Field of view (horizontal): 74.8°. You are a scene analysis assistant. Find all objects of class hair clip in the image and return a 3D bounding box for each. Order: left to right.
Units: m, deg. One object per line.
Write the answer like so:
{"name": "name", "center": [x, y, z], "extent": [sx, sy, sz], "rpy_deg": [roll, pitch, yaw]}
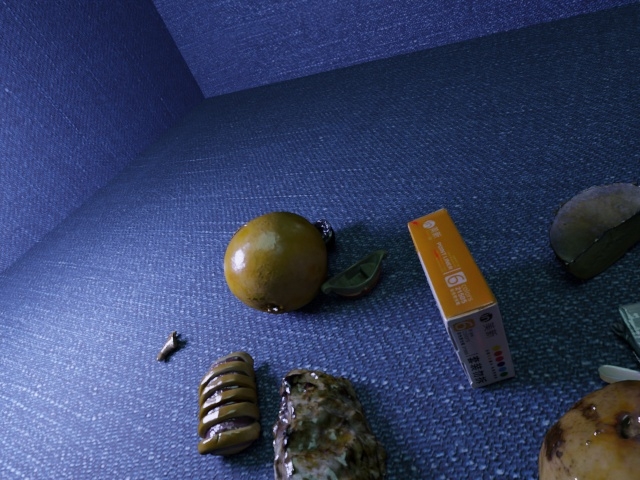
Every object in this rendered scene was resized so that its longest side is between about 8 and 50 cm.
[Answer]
{"name": "hair clip", "center": [0.526, 0.197, 0.648], "extent": [0.159, 0.071, 0.219], "rpy_deg": [-19, 31, 13]}

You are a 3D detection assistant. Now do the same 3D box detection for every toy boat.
{"name": "toy boat", "center": [0.091, 0.092, 1.029], "extent": [0.185, 0.071, 0.089], "rpy_deg": [-31, 38, -8]}

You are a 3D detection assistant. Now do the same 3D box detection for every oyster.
{"name": "oyster", "center": [0.007, 0.363, 0.716], "extent": [0.204, 0.111, 0.396], "rpy_deg": [-17, 30, 3]}

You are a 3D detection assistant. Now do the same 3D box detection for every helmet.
{"name": "helmet", "center": [0.000, 0.000, 1.195], "extent": [0.098, 0.070, 0.123], "rpy_deg": [-26, 43, 10]}

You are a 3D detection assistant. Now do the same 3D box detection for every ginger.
{"name": "ginger", "center": [-0.402, 0.282, 1.122], "extent": [0.048, 0.030, 0.097], "rpy_deg": [-35, 24, 37]}

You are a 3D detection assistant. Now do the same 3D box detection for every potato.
{"name": "potato", "center": [0.560, -0.020, 0.871], "extent": [0.243, 0.098, 0.138], "rpy_deg": [-35, 34, -3]}

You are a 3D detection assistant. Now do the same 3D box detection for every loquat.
{"name": "loquat", "center": [-0.113, 0.053, 1.041], "extent": [0.262, 0.263, 0.263], "rpy_deg": [-16, 37, 13]}

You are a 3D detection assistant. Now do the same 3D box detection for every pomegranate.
{"name": "pomegranate", "center": [0.388, 0.297, 0.452], "extent": [0.281, 0.281, 0.281], "rpy_deg": [-16, 37, 13]}

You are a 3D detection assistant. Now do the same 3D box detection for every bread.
{"name": "bread", "center": [-0.200, 0.340, 0.887], "extent": [0.134, 0.081, 0.225], "rpy_deg": [-26, 37, 2]}

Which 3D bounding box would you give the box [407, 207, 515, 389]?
{"name": "box", "center": [0.263, 0.101, 0.795], "extent": [0.091, 0.221, 0.274], "rpy_deg": [-21, 34, 12]}
